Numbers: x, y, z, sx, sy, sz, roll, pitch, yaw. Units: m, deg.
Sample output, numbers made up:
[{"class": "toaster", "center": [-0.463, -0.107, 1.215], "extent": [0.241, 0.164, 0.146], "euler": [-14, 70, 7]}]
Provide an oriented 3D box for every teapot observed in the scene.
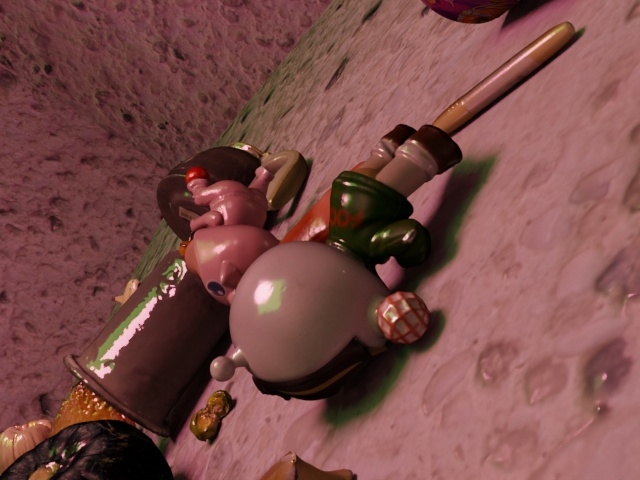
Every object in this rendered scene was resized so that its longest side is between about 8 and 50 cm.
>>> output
[{"class": "teapot", "center": [-0.194, -0.128, 1.569], "extent": [0.239, 0.239, 0.321], "euler": [-53, 6, -37]}]

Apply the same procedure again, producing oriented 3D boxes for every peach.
[{"class": "peach", "center": [-0.399, 0.391, 1.262], "extent": [0.068, 0.188, 0.280], "euler": [53, -154, -76]}]

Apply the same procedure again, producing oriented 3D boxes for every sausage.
[{"class": "sausage", "center": [0.000, 0.000, 1.057], "extent": [0.300, 0.083, 0.089], "euler": [-46, 20, 26]}]

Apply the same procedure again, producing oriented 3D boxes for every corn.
[{"class": "corn", "center": [-0.509, 0.485, 1.306], "extent": [0.123, 0.306, 0.122], "euler": [-20, 3, -40]}]

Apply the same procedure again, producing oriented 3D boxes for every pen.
[{"class": "pen", "center": [0.222, -0.196, 0.883], "extent": [0.040, 0.032, 0.233], "euler": [-41, 4, -43]}]

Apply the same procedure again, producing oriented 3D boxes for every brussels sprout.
[{"class": "brussels sprout", "center": [-0.169, 0.274, 1.112], "extent": [0.083, 0.046, 0.051], "euler": [-50, 12, -9]}]

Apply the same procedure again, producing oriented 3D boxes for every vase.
[{"class": "vase", "center": [-0.289, 0.183, 1.327], "extent": [0.291, 0.245, 0.245], "euler": [-51, 16, -12]}]

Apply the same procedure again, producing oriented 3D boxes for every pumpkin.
[{"class": "pumpkin", "center": [-0.352, 0.418, 1.037], "extent": [0.315, 0.239, 0.315], "euler": [-28, 20, 11]}]

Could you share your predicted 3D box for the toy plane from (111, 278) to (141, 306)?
[{"class": "toy plane", "center": [-0.387, 0.210, 1.499], "extent": [0.104, 0.256, 0.242], "euler": [-9, 4, 33]}]

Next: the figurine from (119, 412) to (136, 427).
[{"class": "figurine", "center": [-0.439, 0.418, 1.432], "extent": [0.263, 0.142, 0.190], "euler": [170, 107, -68]}]

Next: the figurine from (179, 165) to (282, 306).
[{"class": "figurine", "center": [-0.152, -0.004, 1.239], "extent": [0.186, 0.176, 0.288], "euler": [-28, 58, 29]}]

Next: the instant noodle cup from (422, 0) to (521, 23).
[{"class": "instant noodle cup", "center": [0.227, -0.420, 0.936], "extent": [0.251, 0.251, 0.190], "euler": [-63, 9, -17]}]

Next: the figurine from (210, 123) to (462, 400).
[{"class": "figurine", "center": [0.025, 0.028, 0.811], "extent": [0.370, 0.167, 0.281], "euler": [-54, 31, -9]}]

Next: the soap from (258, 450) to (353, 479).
[{"class": "soap", "center": [-0.065, 0.319, 0.684], "extent": [0.233, 0.076, 0.135], "euler": [-47, 21, 27]}]
